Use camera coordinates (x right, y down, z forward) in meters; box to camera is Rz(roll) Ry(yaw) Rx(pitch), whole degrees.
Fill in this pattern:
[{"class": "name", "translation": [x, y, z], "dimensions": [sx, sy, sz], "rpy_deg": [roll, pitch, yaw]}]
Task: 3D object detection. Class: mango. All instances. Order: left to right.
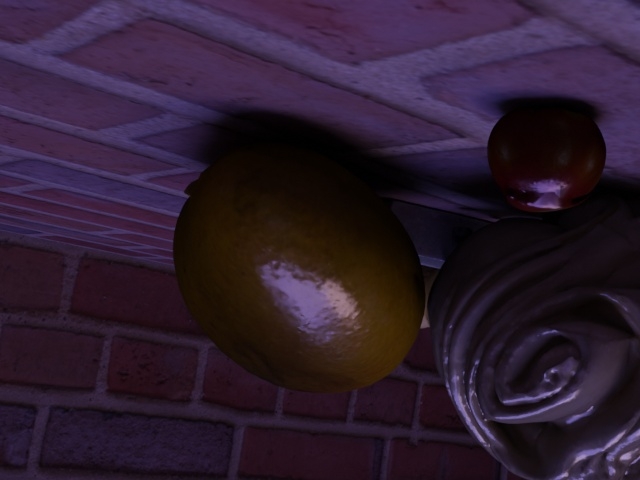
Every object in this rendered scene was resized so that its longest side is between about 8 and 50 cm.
[{"class": "mango", "translation": [-0.029, 0.024, 0.973], "dimensions": [0.301, 0.220, 0.445], "rpy_deg": [30, 162, 17]}]

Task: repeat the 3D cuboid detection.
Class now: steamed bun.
[{"class": "steamed bun", "translation": [0.254, 0.132, 0.898], "dimensions": [0.310, 0.324, 0.219], "rpy_deg": [-22, -167, 34]}]

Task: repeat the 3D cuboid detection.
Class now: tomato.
[{"class": "tomato", "translation": [0.163, -0.056, 0.659], "dimensions": [0.087, 0.075, 0.087], "rpy_deg": [5, 175, 0]}]

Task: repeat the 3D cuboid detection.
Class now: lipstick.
[{"class": "lipstick", "translation": [0.212, 0.012, 1.186], "dimensions": [0.317, 0.066, 0.068], "rpy_deg": [12, 172, -24]}]

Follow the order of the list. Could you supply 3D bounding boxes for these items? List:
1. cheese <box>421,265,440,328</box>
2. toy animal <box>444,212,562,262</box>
[{"class": "cheese", "translation": [0.068, 0.061, 1.402], "dimensions": [0.316, 0.128, 0.259], "rpy_deg": [9, -172, 28]}, {"class": "toy animal", "translation": [0.268, 0.040, 1.052], "dimensions": [0.270, 0.137, 0.082], "rpy_deg": [1, 167, 30]}]
